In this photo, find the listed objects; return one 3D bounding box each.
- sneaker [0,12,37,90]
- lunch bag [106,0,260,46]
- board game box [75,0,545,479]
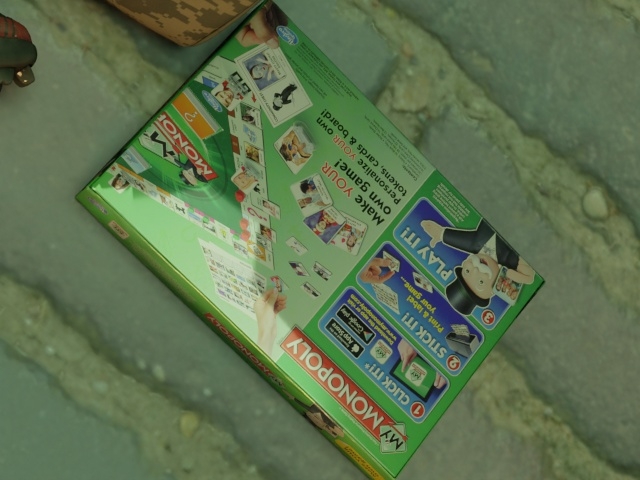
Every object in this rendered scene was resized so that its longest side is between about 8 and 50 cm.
[{"bbox_3d":[-0.322,-0.176,0.986,0.276,0.097,0.135,11,79,-20],"label":"sneaker"},{"bbox_3d":[-0.113,-0.324,1.040,0.256,0.212,0.305,30,71,-16],"label":"lunch bag"},{"bbox_3d":[0.000,0.000,1.123,0.317,0.046,0.213,45,68,-10],"label":"board game box"}]
